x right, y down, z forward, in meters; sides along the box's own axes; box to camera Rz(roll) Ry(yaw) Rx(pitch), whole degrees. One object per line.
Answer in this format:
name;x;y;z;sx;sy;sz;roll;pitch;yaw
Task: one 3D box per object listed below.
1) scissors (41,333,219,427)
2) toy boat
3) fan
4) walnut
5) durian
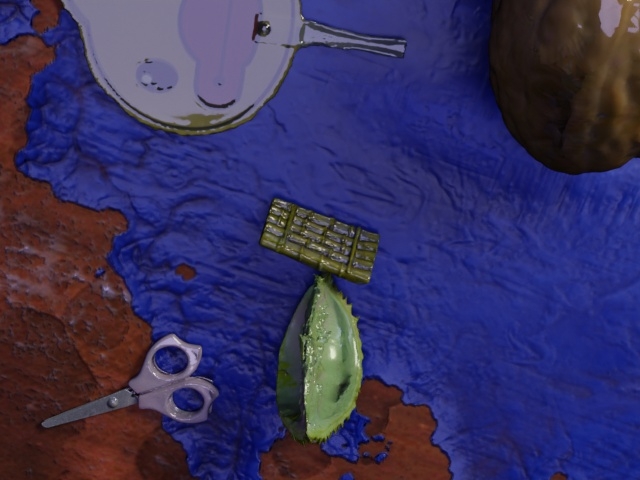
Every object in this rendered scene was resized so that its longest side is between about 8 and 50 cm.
scissors;-0.202;0.164;1.221;0.189;0.015;0.100;-18;103;7
toy boat;0.000;0.000;1.153;0.115;0.063;0.016;20;141;-7
fan;-0.084;-0.206;1.123;0.335;0.011;0.229;9;105;-1
walnut;0.253;-0.173;1.022;0.225;0.225;0.261;-11;144;3
durian;0.002;0.108;1.154;0.086;0.100;0.215;5;60;0
